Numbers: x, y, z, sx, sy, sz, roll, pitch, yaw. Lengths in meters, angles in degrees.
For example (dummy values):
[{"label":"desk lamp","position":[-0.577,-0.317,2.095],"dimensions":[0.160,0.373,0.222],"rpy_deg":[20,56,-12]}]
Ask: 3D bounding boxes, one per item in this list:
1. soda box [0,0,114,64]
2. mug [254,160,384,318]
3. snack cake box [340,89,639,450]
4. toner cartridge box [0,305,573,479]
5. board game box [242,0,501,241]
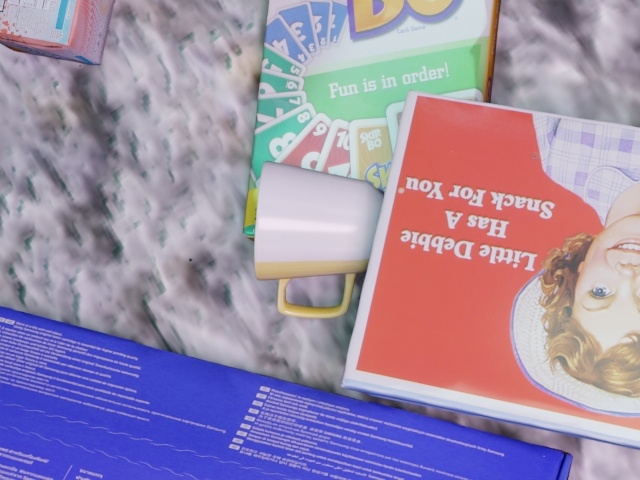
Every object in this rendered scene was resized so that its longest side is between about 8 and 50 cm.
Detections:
[{"label":"soda box","position":[-0.137,-0.192,1.080],"dimensions":[0.058,0.063,0.183],"rpy_deg":[12,88,11]},{"label":"mug","position":[0.000,-0.004,1.016],"dimensions":[0.064,0.078,0.062],"rpy_deg":[3,55,2]},{"label":"snack cake box","position":[0.159,0.027,0.942],"dimensions":[0.264,0.089,0.152],"rpy_deg":[11,86,18]},{"label":"toner cartridge box","position":[-0.062,0.140,0.982],"dimensions":[0.348,0.165,0.075],"rpy_deg":[14,126,12]},{"label":"board game box","position":[0.034,-0.123,1.059],"dimensions":[0.124,0.039,0.259],"rpy_deg":[5,83,10]}]
